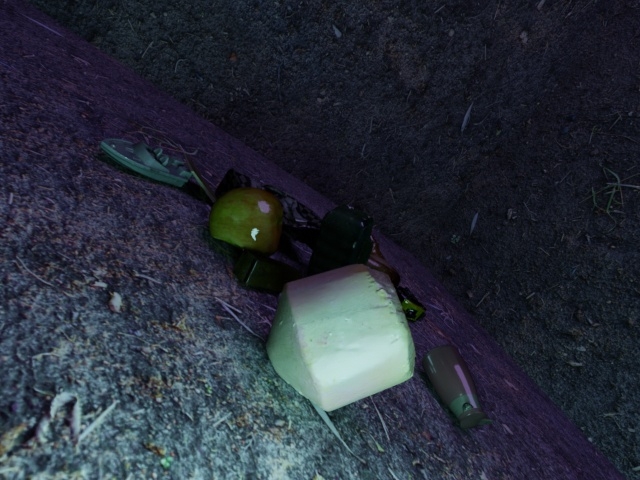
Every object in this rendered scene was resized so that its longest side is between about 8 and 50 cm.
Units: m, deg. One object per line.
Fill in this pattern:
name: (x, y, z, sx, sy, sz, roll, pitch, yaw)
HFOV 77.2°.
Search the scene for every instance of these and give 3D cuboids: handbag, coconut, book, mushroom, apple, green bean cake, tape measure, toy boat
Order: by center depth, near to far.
coconut: (0.032, 0.217, 0.906, 0.297, 0.309, 0.298, -17, 90, -90)
apple: (-0.239, -0.051, 1.293, 0.226, 0.246, 0.246, 8, 14, 2)
toy boat: (-0.580, -0.271, 1.337, 0.141, 0.092, 0.319, 50, 17, 25)
book: (-0.448, -0.224, 1.524, 0.168, 0.013, 0.192, 53, -7, 47)
green bean cake: (0.098, 0.013, 1.560, 0.169, 0.300, 0.307, 27, 23, 20)
handbag: (-0.192, -0.111, 1.609, 0.416, 0.180, 0.317, 25, 10, -30)
mushroom: (0.228, 0.130, 1.909, 0.345, 0.239, 0.345, 21, 36, -16)
tape measure: (0.417, 0.306, 1.987, 0.186, 0.112, 0.199, 22, 19, -43)

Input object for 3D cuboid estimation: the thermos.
thermos: (0.475, 0.519, 1.396, 0.176, 0.145, 0.265, 59, 7, -36)

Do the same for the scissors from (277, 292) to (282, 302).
scissors: (-0.026, 0.227, 1.253, 0.242, 0.031, 0.118, 24, 18, -37)

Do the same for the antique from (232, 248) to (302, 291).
antique: (-0.150, 0.101, 1.221, 0.081, 0.080, 0.220, 32, 5, 42)
